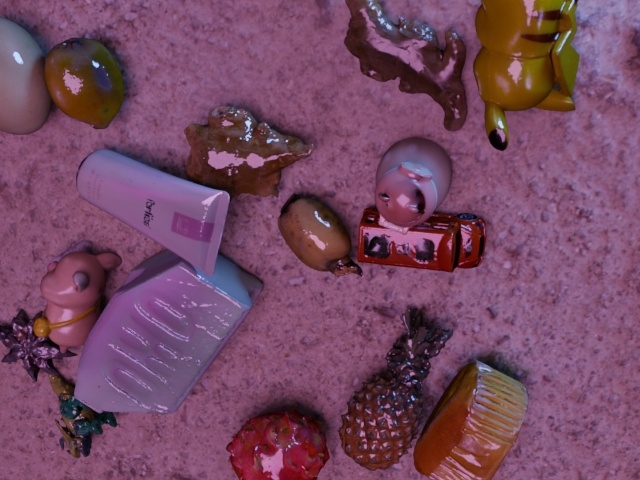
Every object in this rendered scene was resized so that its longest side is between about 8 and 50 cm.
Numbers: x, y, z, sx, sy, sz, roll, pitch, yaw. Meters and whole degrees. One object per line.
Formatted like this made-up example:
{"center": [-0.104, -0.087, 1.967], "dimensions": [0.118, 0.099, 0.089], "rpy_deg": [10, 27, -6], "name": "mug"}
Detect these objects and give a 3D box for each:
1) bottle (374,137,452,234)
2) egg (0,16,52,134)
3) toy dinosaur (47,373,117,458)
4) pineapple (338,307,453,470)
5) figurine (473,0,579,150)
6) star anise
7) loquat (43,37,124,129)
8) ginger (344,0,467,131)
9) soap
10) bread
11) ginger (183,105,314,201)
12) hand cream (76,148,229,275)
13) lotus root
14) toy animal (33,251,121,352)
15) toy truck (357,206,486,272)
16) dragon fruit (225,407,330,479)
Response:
{"center": [0.169, -0.101, 1.707], "dimensions": [0.148, 0.236, 0.147], "rpy_deg": [4, 110, 11], "name": "bottle"}
{"center": [-0.648, -0.334, 1.832], "dimensions": [0.189, 0.188, 0.253], "rpy_deg": [-16, 117, 18], "name": "egg"}
{"center": [-0.589, 0.394, 2.154], "dimensions": [0.153, 0.094, 0.259], "rpy_deg": [-18, 92, 26], "name": "toy dinosaur"}
{"center": [0.170, 0.319, 1.912], "dimensions": [0.175, 0.175, 0.361], "rpy_deg": [30, 108, 0], "name": "pineapple"}
{"center": [0.370, -0.350, 1.612], "dimensions": [0.169, 0.218, 0.326], "rpy_deg": [35, 131, 43], "name": "figurine"}
{"center": [-0.685, 0.254, 2.126], "dimensions": [0.204, 0.061, 0.180], "rpy_deg": [36, 111, 4], "name": "star anise"}
{"center": [-0.475, -0.317, 1.819], "dimensions": [0.152, 0.152, 0.195], "rpy_deg": [-6, 122, 15], "name": "loquat"}
{"center": [0.166, -0.353, 1.698], "dimensions": [0.333, 0.080, 0.166], "rpy_deg": [37, 126, 1], "name": "ginger"}
{"center": [-0.355, 0.208, 1.983], "dimensions": [0.261, 0.156, 0.446], "rpy_deg": [35, 114, -6], "name": "soap"}
{"center": [0.302, 0.396, 1.885], "dimensions": [0.156, 0.204, 0.288], "rpy_deg": [25, 118, -2], "name": "bread"}
{"center": [-0.144, -0.176, 1.817], "dimensions": [0.270, 0.123, 0.218], "rpy_deg": [-18, 112, 9], "name": "ginger"}
{"center": [-0.343, -0.075, 1.842], "dimensions": [0.359, 0.118, 0.185], "rpy_deg": [25, 113, 25], "name": "hand cream"}
{"center": [0.000, 0.000, 1.846], "dimensions": [0.118, 0.125, 0.221], "rpy_deg": [-40, 90, 10], "name": "lotus root"}
{"center": [-0.554, 0.141, 2.010], "dimensions": [0.149, 0.165, 0.248], "rpy_deg": [20, 120, 0], "name": "toy animal"}
{"center": [0.203, 0.003, 1.805], "dimensions": [0.253, 0.114, 0.107], "rpy_deg": [6, 110, 12], "name": "toy truck"}
{"center": [-0.110, 0.480, 2.016], "dimensions": [0.268, 0.205, 0.210], "rpy_deg": [-9, 73, 39], "name": "dragon fruit"}
